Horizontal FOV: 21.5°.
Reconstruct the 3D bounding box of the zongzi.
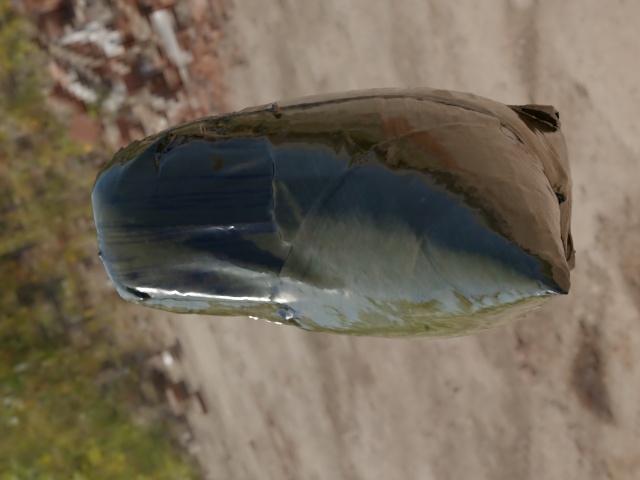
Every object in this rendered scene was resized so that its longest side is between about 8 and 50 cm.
[{"bbox_3d":[0.000,0.000,1.030,0.360,0.323,0.160,-69,-27,-77],"label":"zongzi"}]
